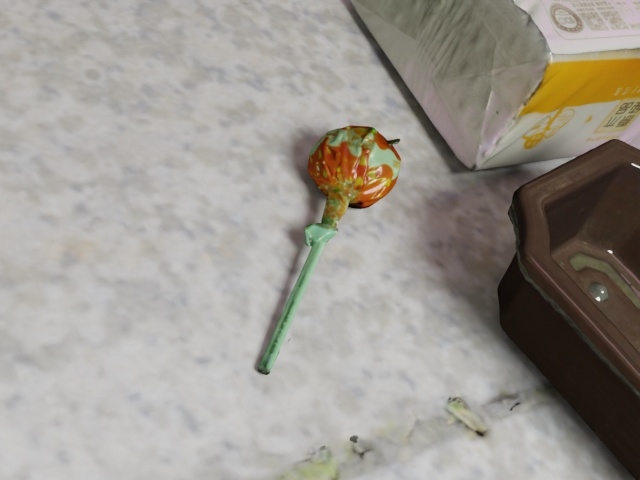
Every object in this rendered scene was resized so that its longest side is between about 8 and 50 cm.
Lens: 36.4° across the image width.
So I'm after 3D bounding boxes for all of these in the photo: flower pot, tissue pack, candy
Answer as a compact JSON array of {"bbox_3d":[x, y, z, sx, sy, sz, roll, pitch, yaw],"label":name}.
[{"bbox_3d":[0.205,0.068,0.561,0.178,0.084,0.251,-24,68,-41],"label":"flower pot"},{"bbox_3d":[0.169,-0.155,0.701,0.225,0.124,0.185,-9,58,-34],"label":"tissue pack"},{"bbox_3d":[0.000,0.000,0.546,0.055,0.049,0.185,9,49,18],"label":"candy"}]
